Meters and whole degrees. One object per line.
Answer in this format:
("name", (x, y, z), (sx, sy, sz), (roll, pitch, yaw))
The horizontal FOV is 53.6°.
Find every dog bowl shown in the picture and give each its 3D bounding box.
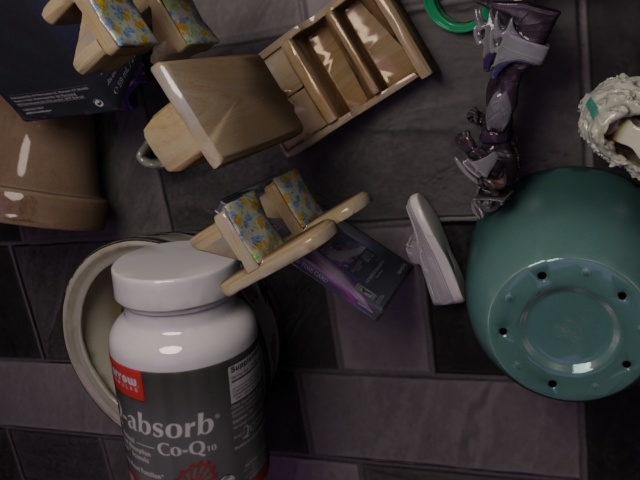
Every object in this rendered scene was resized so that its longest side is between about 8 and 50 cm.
("dog bowl", (-0.247, 0.166, 1.131), (0.408, 0.150, 0.407), (7, 111, 19))

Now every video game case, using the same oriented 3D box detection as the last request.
("video game case", (0.000, 0.000, 0.947), (0.274, 0.196, 0.026), (35, 115, 8))

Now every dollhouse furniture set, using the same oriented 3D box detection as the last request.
("dollhouse furniture set", (-0.037, -0.198, 0.782), (0.257, 0.394, 0.362), (-30, 95, 27))

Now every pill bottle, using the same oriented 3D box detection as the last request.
("pill bottle", (-0.189, 0.195, 0.916), (0.210, 0.210, 0.362), (4, 109, 21))

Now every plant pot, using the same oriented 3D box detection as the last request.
("plant pot", (0.324, 0.068, 0.822), (0.293, 0.235, 0.292), (7, 110, 19))
("plant pot", (-0.486, -0.147, 1.080), (0.263, 0.263, 0.229), (11, 95, 18))

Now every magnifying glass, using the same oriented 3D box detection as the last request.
("magnifying glass", (0.231, -0.321, 0.795), (0.231, 0.026, 0.092), (5, 130, 45))

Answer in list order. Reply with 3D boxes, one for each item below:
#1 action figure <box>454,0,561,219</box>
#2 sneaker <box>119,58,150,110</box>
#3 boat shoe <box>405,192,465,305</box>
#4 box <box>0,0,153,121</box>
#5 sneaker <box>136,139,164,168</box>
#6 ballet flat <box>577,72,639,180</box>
("action figure", (0.224, -0.158, 0.808), (0.099, 0.185, 0.284), (7, 117, 9))
("sneaker", (-0.314, -0.297, 1.056), (0.071, 0.068, 0.169), (20, 122, -4))
("boat shoe", (0.164, 0.018, 0.969), (0.063, 0.066, 0.184), (-20, 109, 25))
("box", (-0.370, -0.370, 0.846), (0.183, 0.296, 0.294), (-2, 148, 22))
("sneaker", (-0.207, -0.183, 1.012), (0.090, 0.115, 0.232), (48, 118, 0))
("ballet flat", (0.503, -0.071, 0.762), (0.409, 0.147, 0.146), (25, 115, 11))
